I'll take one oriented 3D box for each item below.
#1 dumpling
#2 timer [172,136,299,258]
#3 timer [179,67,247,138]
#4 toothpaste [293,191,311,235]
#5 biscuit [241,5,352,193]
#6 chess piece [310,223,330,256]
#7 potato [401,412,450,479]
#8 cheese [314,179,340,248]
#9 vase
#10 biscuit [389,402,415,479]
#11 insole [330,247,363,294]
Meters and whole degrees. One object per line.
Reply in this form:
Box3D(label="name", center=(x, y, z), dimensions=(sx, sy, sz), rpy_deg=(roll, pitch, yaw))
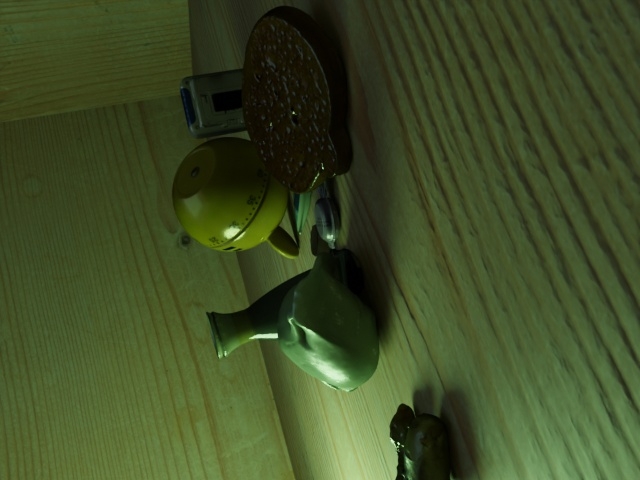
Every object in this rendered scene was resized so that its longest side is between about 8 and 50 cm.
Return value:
Box3D(label="dumpling", center=(0.007, 0.178, 1.392), dimensions=(0.321, 0.211, 0.270), rpy_deg=(114, 138, -57))
Box3D(label="timer", center=(-0.237, -0.114, 1.972), dimensions=(0.387, 0.376, 0.376), rpy_deg=(31, -155, -42))
Box3D(label="timer", center=(-0.265, -0.399, 1.904), dimensions=(0.078, 0.253, 0.178), rpy_deg=(150, 107, -75))
Box3D(label="toothpaste", center=(-0.049, -0.107, 1.734), dimensions=(0.069, 0.047, 0.268), rpy_deg=(58, 163, 22))
Box3D(label="biscuit", center=(-0.044, -0.272, 1.385), dimensions=(0.350, 0.070, 0.394), rpy_deg=(51, 147, 19))
Box3D(label="chess piece", center=(0.000, 0.000, 1.610), dimensions=(0.083, 0.038, 0.084), rpy_deg=(177, 90, -76))
Box3D(label="potato", center=(0.182, 0.381, 1.137), dimensions=(0.105, 0.085, 0.188), rpy_deg=(-130, 35, -65))
Box3D(label="cheese", center=(0.011, -0.075, 1.513), dimensions=(0.105, 0.042, 0.191), rpy_deg=(-167, 66, -74))
Box3D(label="vase", center=(-0.111, 0.188, 1.626), dimensions=(0.173, 0.321, 0.173), rpy_deg=(162, 90, -78))
Box3D(label="biscuit", center=(0.150, 0.412, 1.221), dimensions=(0.174, 0.039, 0.184), rpy_deg=(-21, -77, -65))
Box3D(label="insole", center=(0.047, 0.060, 1.553), dimensions=(0.309, 0.012, 0.110), rpy_deg=(-148, 46, -71))
